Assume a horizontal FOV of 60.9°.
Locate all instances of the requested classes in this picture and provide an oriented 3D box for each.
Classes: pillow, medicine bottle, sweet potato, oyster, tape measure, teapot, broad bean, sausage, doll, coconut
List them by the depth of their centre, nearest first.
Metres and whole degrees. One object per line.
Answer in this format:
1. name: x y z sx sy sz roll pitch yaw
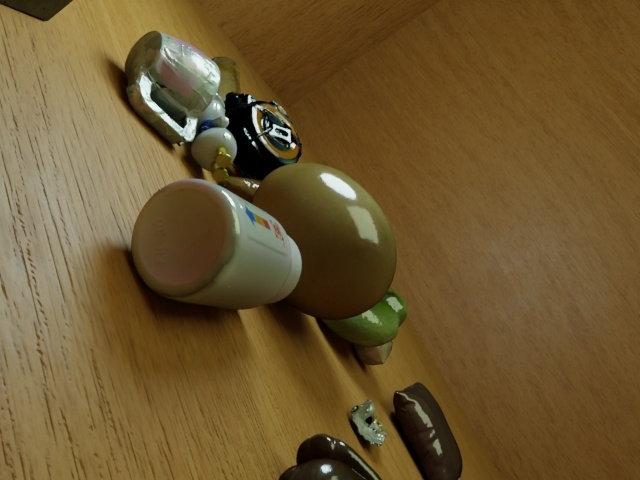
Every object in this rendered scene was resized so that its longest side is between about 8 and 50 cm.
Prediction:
1. medicine bottle: -0.139 0.020 0.843 0.170 0.170 0.293 60 11 19
2. teapot: -0.338 -0.331 1.167 0.163 0.221 0.178 14 -11 40
3. oyster: 0.106 0.400 1.213 0.121 0.045 0.146 55 16 -28
4. doll: -0.258 -0.252 1.267 0.119 0.138 0.293 6 39 -33
5. tape measure: -0.150 -0.262 1.406 0.223 0.135 0.202 20 52 -40
6. sweet potato: -0.119 -0.094 1.417 0.337 0.131 0.131 32 23 -34
7. broad bean: 0.112 0.185 1.479 0.291 0.119 0.238 10 38 -33
8. coconut: 0.152 0.303 1.558 0.110 0.110 0.124 45 12 -52
9. pillow: 0.317 0.561 1.566 0.305 0.108 0.308 65 14 18
10. sausage: -0.327 -0.520 1.807 0.501 0.123 0.136 -107 -170 -59

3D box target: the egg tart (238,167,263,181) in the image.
1. egg tart: -0.156 -0.203 1.630 0.294 0.123 0.294 57 11 -17

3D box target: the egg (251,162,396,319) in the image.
1. egg: 0.000 0.000 1.215 0.374 0.301 0.301 53 8 15

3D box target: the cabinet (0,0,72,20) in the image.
1. cabinet: -0.475 -0.472 0.825 0.175 0.148 0.215 56 11 -5

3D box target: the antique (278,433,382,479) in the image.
1. antique: 0.044 0.394 0.712 0.257 0.121 0.143 57 17 2
